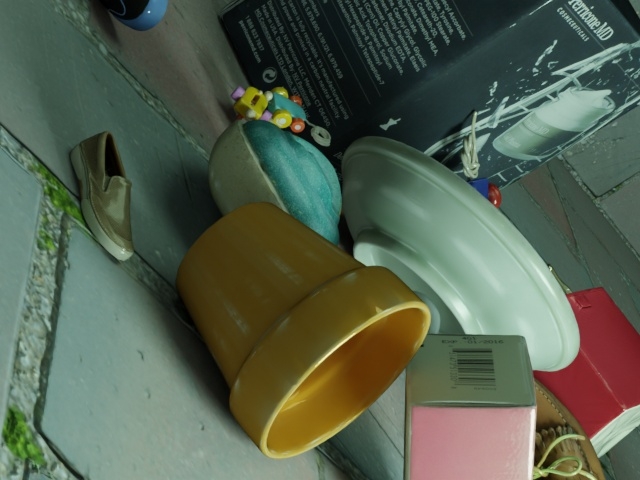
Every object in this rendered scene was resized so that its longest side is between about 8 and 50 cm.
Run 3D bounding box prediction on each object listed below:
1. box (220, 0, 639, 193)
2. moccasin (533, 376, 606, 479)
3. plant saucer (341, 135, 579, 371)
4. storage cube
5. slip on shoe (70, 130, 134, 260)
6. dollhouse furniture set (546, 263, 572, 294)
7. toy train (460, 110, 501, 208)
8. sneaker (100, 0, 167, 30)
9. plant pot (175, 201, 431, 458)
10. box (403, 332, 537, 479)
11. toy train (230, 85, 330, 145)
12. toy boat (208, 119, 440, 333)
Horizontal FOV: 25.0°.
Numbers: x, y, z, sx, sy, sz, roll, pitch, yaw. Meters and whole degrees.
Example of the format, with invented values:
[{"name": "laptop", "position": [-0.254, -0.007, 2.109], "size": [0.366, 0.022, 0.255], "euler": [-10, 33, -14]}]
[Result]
[{"name": "box", "position": [0.199, -0.283, 2.116], "size": [0.480, 0.472, 0.297], "euler": [22, 38, -60]}, {"name": "moccasin", "position": [0.308, 0.344, 1.892], "size": [0.147, 0.139, 0.380], "euler": [32, 38, -71]}, {"name": "plant saucer", "position": [0.150, 0.046, 1.858], "size": [0.400, 0.100, 0.400], "euler": [41, -17, 15]}, {"name": "storage cube", "position": [0.363, 0.202, 2.071], "size": [0.215, 0.183, 0.193], "euler": [-5, 54, -52]}, {"name": "slip on shoe", "position": [-0.197, -0.044, 1.352], "size": [0.051, 0.041, 0.135], "euler": [35, 28, -50]}, {"name": "dollhouse furniture set", "position": [0.384, 0.165, 2.376], "size": [0.183, 0.129, 0.129], "euler": [49, 19, -15]}, {"name": "toy train", "position": [0.172, -0.064, 2.048], "size": [0.105, 0.143, 0.248], "euler": [-12, 105, -43]}, {"name": "sneaker", "position": [-0.260, -0.339, 1.654], "size": [0.232, 0.081, 0.090], "euler": [57, 19, 24]}, {"name": "plant pot", "position": [-0.032, 0.070, 1.371], "size": [0.188, 0.205, 0.205], "euler": [47, 13, 23]}, {"name": "box", "position": [0.147, 0.228, 1.466], "size": [0.148, 0.127, 0.232], "euler": [-84, 174, -65]}, {"name": "toy train", "position": [-0.063, -0.141, 1.858], "size": [0.125, 0.046, 0.166], "euler": [55, 30, 13]}, {"name": "toy boat", "position": [0.000, 0.000, 1.582], "size": [0.318, 0.148, 0.267], "euler": [60, 2, -4]}]
